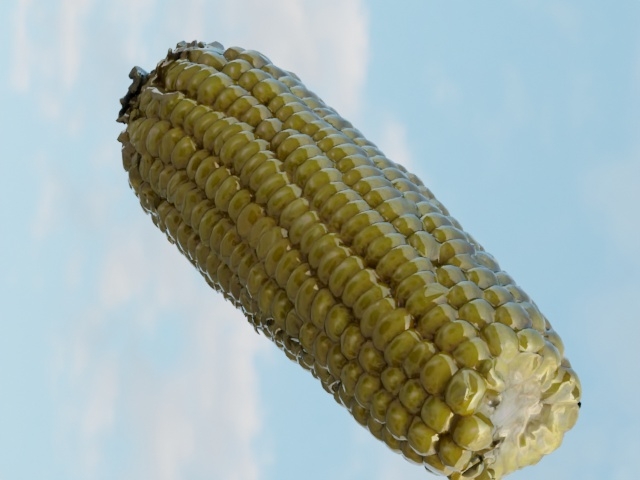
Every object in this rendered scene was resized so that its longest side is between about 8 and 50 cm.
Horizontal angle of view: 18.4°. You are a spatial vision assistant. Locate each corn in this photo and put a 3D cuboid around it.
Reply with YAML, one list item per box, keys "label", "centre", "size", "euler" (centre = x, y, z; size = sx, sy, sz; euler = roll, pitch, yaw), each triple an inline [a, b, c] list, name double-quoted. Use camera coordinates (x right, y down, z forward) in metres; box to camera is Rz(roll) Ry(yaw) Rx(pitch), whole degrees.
- label: "corn"
  centre: [0.000, 0.000, 0.918]
  size: [0.318, 0.115, 0.115]
  euler: [42, -54, 46]
